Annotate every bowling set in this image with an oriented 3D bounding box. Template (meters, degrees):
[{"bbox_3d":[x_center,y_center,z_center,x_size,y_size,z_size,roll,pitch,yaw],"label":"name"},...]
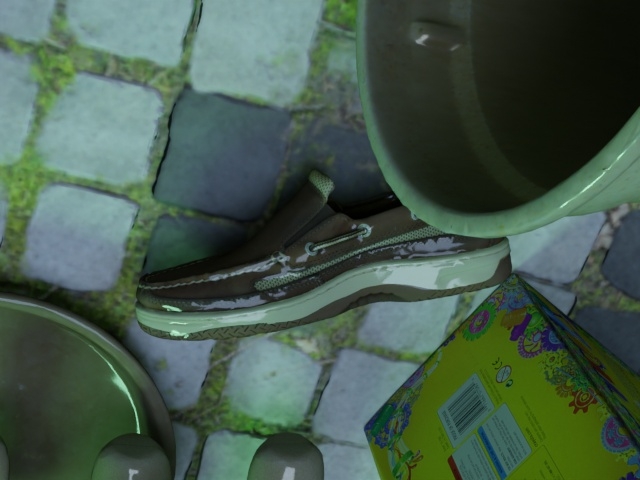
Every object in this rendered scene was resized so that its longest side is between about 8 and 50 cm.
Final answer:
[{"bbox_3d":[-0.127,0.237,0.738,0.287,0.200,0.154,4,115,-8],"label":"bowling set"}]

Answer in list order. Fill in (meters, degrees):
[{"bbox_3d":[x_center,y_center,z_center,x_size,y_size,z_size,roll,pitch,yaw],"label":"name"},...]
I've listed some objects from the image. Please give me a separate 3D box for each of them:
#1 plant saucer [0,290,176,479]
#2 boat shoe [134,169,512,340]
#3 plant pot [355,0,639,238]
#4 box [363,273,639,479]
[{"bbox_3d":[-0.244,0.153,0.803,0.277,0.041,0.278,-3,115,-8],"label":"plant saucer"},{"bbox_3d":[-0.002,-0.001,0.756,0.257,0.095,0.095,-11,102,-12],"label":"boat shoe"},{"bbox_3d":[0.231,-0.145,0.618,0.305,0.334,0.334,9,113,-25],"label":"plant pot"},{"bbox_3d":[0.211,0.219,0.774,0.279,0.290,0.177,37,104,-22],"label":"box"}]
